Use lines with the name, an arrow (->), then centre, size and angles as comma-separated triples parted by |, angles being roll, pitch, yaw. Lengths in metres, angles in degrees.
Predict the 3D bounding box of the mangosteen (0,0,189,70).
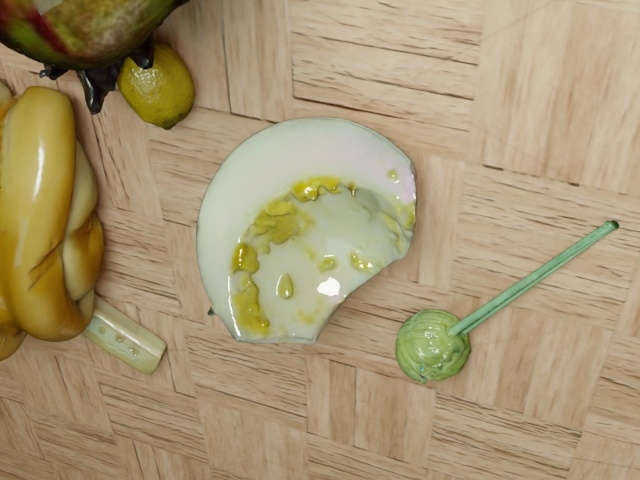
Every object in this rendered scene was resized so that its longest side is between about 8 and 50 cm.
mangosteen -> -0.186, -0.318, 0.579 | 0.380, 0.421, 0.381 | -9, 122, -15

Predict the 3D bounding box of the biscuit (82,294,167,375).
biscuit -> -0.327, 0.137, 1.342 | 0.188, 0.052, 0.056 | 36, 120, -8

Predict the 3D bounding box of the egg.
egg -> -0.006, -0.018, 0.959 | 0.271, 0.161, 0.206 | -43, 69, 13

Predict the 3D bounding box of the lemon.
lemon -> -0.186, -0.179, 0.954 | 0.082, 0.082, 0.111 | -7, 126, 32

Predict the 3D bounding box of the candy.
candy -> 0.212, 0.071, 1.000 | 0.093, 0.092, 0.335 | 48, 127, -2

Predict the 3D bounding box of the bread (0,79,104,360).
bread -> -0.421, -0.031, 1.139 | 0.245, 0.329, 0.424 | -11, 137, -18

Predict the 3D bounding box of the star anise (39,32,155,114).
star anise -> -0.235, -0.273, 0.892 | 0.272, 0.102, 0.272 | 18, 117, 39
